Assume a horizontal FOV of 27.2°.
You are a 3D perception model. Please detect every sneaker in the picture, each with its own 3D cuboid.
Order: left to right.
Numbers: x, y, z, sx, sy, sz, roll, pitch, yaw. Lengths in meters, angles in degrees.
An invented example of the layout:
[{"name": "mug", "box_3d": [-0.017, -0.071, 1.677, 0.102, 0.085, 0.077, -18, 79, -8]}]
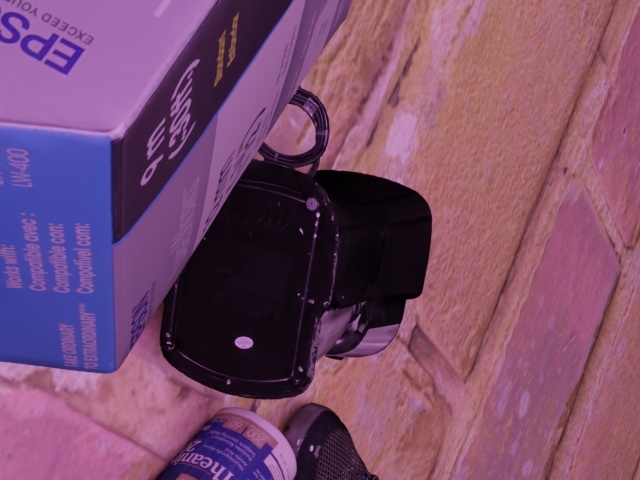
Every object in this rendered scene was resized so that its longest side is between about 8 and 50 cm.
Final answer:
[{"name": "sneaker", "box_3d": [0.042, 0.212, 0.968, 0.087, 0.130, 0.227, -51, 140, -39]}]

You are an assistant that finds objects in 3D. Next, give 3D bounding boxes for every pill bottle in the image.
[{"name": "pill bottle", "box_3d": [-0.072, 0.163, 0.812, 0.120, 0.067, 0.067, -47, 140, -41]}]

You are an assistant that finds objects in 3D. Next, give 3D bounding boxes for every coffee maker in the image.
[{"name": "coffee maker", "box_3d": [0.000, 0.000, 0.785, 0.171, 0.120, 0.178, -58, 165, 15]}]

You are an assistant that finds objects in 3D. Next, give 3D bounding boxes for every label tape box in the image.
[{"name": "label tape box", "box_3d": [-0.093, -0.054, 0.531, 0.348, 0.115, 0.249, -61, 177, -24]}]
